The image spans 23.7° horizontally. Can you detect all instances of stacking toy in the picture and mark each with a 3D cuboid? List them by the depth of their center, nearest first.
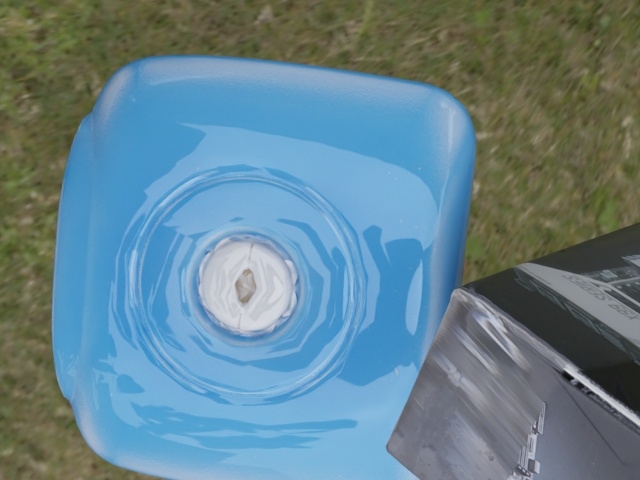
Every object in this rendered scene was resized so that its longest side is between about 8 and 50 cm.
[{"bbox_3d":[0.000,0.000,0.735,0.166,0.302,0.175,7,98,11],"label":"stacking toy"}]

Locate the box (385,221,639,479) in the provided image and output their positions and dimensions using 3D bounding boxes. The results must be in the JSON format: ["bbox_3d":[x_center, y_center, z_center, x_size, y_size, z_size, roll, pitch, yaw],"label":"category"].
[{"bbox_3d":[0.212,0.079,0.557,0.242,0.307,0.076,38,122,29],"label":"box"}]
